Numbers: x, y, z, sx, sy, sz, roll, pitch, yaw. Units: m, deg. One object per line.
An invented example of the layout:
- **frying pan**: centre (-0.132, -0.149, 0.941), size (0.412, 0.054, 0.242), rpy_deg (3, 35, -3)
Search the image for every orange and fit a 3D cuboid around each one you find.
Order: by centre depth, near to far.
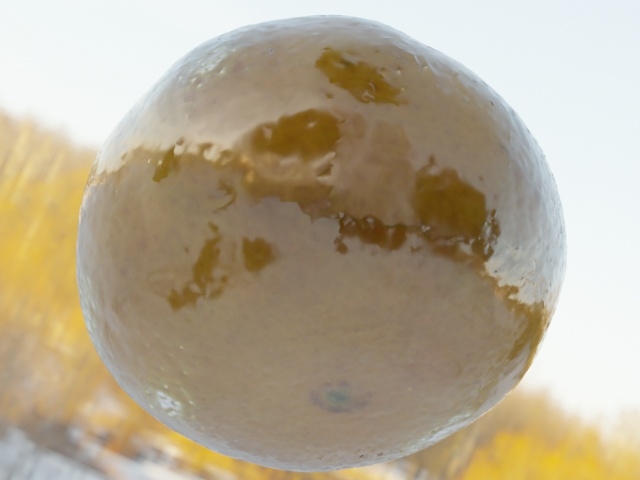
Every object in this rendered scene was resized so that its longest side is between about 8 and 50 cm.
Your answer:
- **orange**: centre (0.000, 0.000, 0.611), size (0.156, 0.124, 0.156), rpy_deg (-2, -39, -2)
